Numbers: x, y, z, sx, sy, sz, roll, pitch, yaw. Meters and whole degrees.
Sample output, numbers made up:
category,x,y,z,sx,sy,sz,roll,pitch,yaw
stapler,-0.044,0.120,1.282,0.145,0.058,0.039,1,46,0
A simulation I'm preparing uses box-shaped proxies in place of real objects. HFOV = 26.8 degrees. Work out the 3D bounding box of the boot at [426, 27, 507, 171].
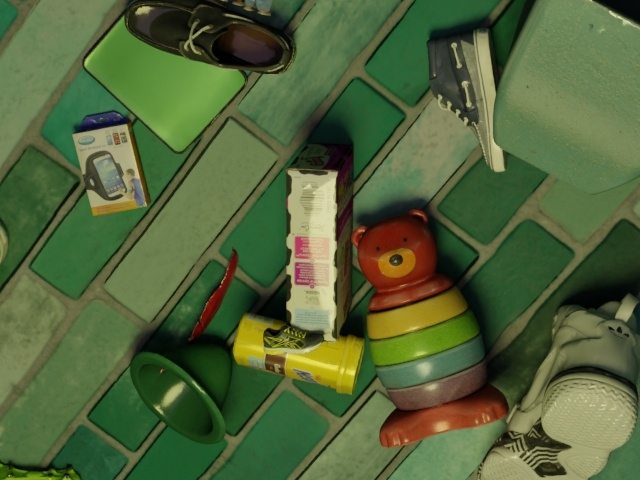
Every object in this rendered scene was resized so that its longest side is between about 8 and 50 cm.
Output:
category,x,y,z,sx,sy,sz,roll,pitch,yaw
boot,0.194,-0.180,1.764,0.086,0.069,0.189,-7,97,16

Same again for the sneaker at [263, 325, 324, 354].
category,x,y,z,sx,sy,sz,roll,pitch,yaw
sneaker,-0.037,0.126,1.729,0.083,0.031,0.035,-8,109,13

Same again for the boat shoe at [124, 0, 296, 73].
category,x,y,z,sx,sy,sz,roll,pitch,yaw
boat shoe,-0.147,-0.272,1.762,0.233,0.079,0.084,16,105,1

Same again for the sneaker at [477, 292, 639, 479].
category,x,y,z,sx,sy,sz,roll,pitch,yaw
sneaker,0.337,0.225,1.830,0.137,0.210,0.366,26,142,-1

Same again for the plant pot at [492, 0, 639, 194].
category,x,y,z,sx,sy,sz,roll,pitch,yaw
plant pot,0.340,-0.209,1.650,0.248,0.247,0.252,28,126,-2

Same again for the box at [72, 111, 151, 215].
category,x,y,z,sx,sy,sz,roll,pitch,yaw
box,-0.291,-0.107,1.858,0.081,0.028,0.136,-10,107,10

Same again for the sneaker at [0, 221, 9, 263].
category,x,y,z,sx,sy,sz,roll,pitch,yaw
sneaker,-0.600,0.100,1.892,0.135,0.150,0.366,43,107,-5

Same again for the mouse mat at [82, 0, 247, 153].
category,x,y,z,sx,sy,sz,roll,pitch,yaw
mouse mat,-0.212,-0.229,1.824,0.190,0.007,0.152,43,106,-7

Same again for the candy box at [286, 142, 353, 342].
category,x,y,z,sx,sy,sz,roll,pitch,yaw
candy box,0.000,0.000,1.786,0.071,0.159,0.233,2,106,9

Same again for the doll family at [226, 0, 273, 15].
category,x,y,z,sx,sy,sz,roll,pitch,yaw
doll family,-0.122,-0.366,1.741,0.193,0.076,0.111,16,103,-3

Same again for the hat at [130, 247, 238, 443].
category,x,y,z,sx,sy,sz,roll,pitch,yaw
hat,-0.149,0.165,1.924,0.173,0.183,0.208,43,148,1

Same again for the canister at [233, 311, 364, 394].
category,x,y,z,sx,sy,sz,roll,pitch,yaw
canister,-0.029,0.155,1.856,0.170,0.126,0.073,14,77,5

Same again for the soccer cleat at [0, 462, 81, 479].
category,x,y,z,sx,sy,sz,roll,pitch,yaw
soccer cleat,-0.446,0.373,2.003,0.179,0.060,0.072,3,108,3

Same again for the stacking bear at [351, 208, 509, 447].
category,x,y,z,sx,sy,sz,roll,pitch,yaw
stacking bear,0.131,0.107,1.805,0.175,0.164,0.289,-16,93,12
